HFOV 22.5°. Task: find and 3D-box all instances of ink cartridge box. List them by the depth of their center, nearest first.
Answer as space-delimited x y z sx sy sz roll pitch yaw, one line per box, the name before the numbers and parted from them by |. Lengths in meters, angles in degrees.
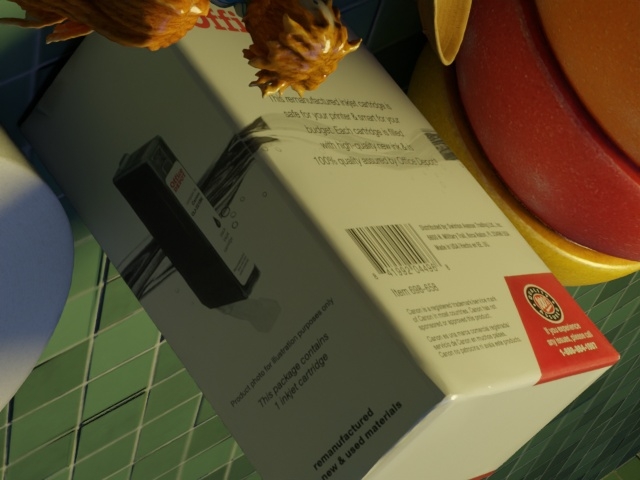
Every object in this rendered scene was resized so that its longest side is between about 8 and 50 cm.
ink cartridge box | 0.000 0.000 0.849 0.114 0.273 0.197 -47 158 26

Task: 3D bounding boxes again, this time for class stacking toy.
stacking toy | 0.171 -0.090 1.031 0.350 0.351 0.480 -19 169 -42

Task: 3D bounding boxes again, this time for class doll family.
doll family | -0.059 -0.132 0.636 0.118 0.163 0.263 -49 157 22

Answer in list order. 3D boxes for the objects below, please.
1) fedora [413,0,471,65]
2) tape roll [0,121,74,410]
fedora | 0.084 -0.158 0.645 0.194 0.079 0.194 5 90 -81
tape roll | -0.299 0.072 0.769 0.392 0.072 0.392 -34 158 -15
